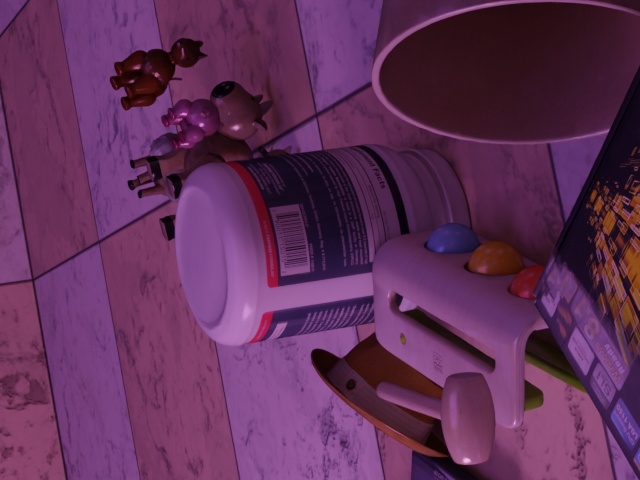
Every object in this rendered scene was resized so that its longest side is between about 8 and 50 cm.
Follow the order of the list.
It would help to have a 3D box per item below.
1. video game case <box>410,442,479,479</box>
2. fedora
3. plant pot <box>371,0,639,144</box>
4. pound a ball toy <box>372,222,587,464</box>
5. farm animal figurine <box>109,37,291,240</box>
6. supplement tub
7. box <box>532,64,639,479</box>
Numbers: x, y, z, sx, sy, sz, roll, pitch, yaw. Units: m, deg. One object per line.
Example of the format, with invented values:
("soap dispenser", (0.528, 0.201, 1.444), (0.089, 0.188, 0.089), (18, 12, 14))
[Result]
("video game case", (0.148, 0.382, 1.792), (0.196, 0.026, 0.274), (-150, 58, -61))
("fedora", (0.080, 0.156, 1.800), (0.079, 0.194, 0.194), (-54, 36, 6))
("plant pot", (0.170, -0.254, 1.361), (0.256, 0.256, 0.274), (135, 139, -61))
("pound a ball toy", (0.140, 0.077, 1.531), (0.319, 0.208, 0.136), (-150, 55, -61))
("farm animal figurine", (-0.121, -0.105, 2.124), (0.330, 0.172, 0.327), (52, 155, 35))
("supplement tub", (0.000, 0.000, 1.734), (0.191, 0.272, 0.191), (172, 90, -66))
("box", (0.309, 0.076, 1.111), (0.318, 0.097, 0.395), (106, 146, -48))
